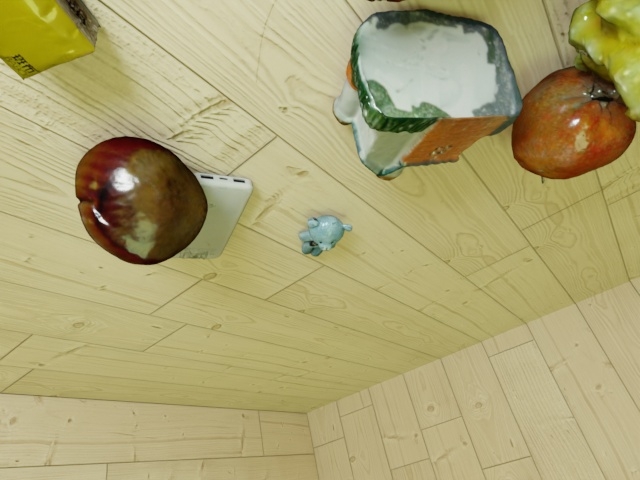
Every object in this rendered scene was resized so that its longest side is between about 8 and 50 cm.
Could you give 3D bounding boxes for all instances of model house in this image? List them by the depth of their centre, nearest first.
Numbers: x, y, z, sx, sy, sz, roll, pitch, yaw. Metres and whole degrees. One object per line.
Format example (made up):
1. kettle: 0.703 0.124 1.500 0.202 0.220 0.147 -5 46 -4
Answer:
1. model house: 0.150 -0.225 0.784 0.272 0.190 0.301 -7 162 -18

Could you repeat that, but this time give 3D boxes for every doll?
1. doll: 0.001 0.003 1.117 0.120 0.075 0.179 5 142 -22

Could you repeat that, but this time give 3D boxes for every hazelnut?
1. hazelnut: -0.331 -0.074 0.778 0.230 0.229 0.229 -10 147 -7

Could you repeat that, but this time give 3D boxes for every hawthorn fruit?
1. hawthorn fruit: 0.484 -0.210 0.872 0.211 0.210 0.262 -10 155 -7

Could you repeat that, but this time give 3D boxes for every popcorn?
1. popcorn: 0.548 -0.344 0.597 0.321 0.325 0.290 -26 106 -4

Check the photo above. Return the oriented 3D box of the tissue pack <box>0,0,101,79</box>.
1. tissue pack: -0.375 -0.295 0.522 0.120 0.082 0.169 -17 147 6

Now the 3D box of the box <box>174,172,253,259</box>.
1. box: -0.260 -0.044 0.978 0.142 0.044 0.285 4 142 -30
